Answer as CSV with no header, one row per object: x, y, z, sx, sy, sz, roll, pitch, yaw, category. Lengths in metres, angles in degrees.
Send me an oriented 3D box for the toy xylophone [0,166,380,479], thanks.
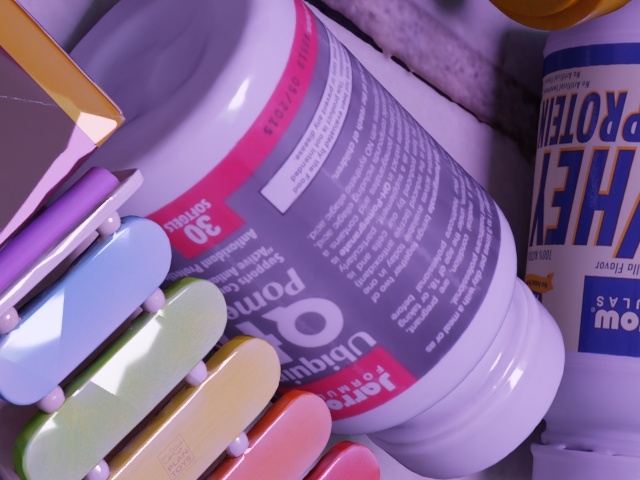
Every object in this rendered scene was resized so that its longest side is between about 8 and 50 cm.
-0.104,0.129,0.983,0.236,0.081,0.322,-53,130,-22,toy xylophone

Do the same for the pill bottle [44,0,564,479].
0.000,0.000,1.116,0.318,0.176,0.176,43,61,-33,pill bottle

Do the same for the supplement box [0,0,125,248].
-0.233,-0.048,0.880,0.191,0.129,0.194,47,68,-12,supplement box

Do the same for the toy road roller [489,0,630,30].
0.117,-0.291,1.195,0.240,0.202,0.329,-22,104,-27,toy road roller

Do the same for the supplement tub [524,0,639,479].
0.253,0.015,1.307,0.235,0.235,0.325,9,85,-42,supplement tub
